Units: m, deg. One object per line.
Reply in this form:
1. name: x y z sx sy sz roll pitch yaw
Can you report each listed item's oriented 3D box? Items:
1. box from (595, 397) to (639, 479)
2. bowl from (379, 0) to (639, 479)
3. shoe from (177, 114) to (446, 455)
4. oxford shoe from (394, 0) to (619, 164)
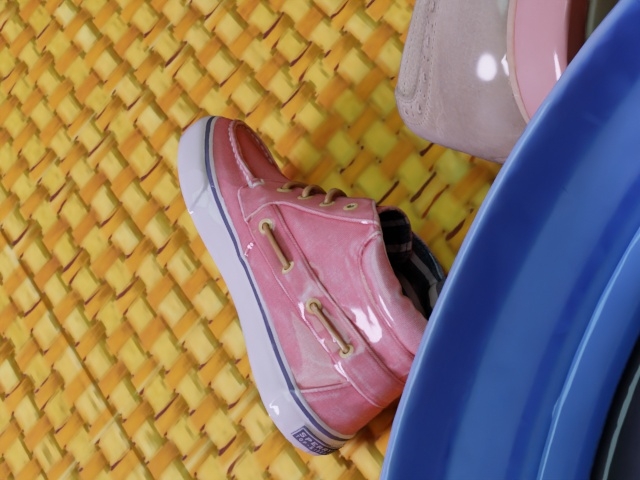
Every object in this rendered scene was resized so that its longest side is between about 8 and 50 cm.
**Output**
1. box: 0.086 0.164 0.659 0.114 0.036 0.207 -22 53 32
2. bowl: 0.156 0.053 0.508 0.391 0.077 0.391 -42 34 38
3. shoe: 0.000 0.000 0.822 0.081 0.063 0.178 -36 51 19
4. oxford shoe: 0.125 -0.215 0.783 0.146 0.140 0.397 3 66 51
